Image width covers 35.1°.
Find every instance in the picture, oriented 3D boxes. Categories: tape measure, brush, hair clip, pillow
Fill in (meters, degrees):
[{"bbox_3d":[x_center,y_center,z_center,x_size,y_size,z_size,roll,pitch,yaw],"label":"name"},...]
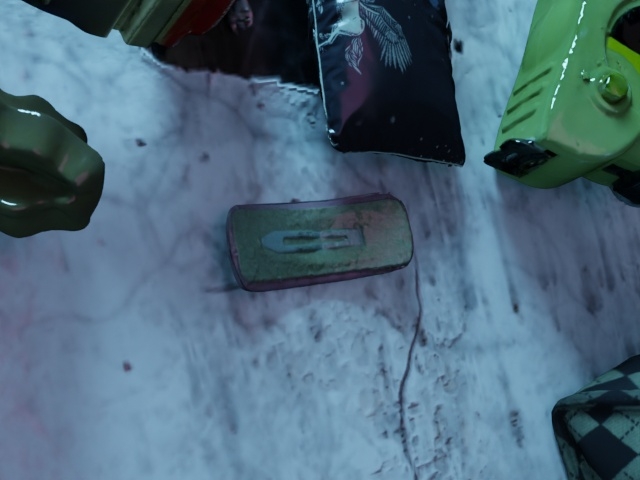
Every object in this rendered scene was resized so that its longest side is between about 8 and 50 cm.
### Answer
[{"bbox_3d":[0.223,-0.118,0.754,0.175,0.106,0.199,22,67,-15],"label":"tape measure"},{"bbox_3d":[-0.247,-0.066,0.449,0.301,0.084,0.071,16,105,-24],"label":"brush"},{"bbox_3d":[-0.001,0.000,0.628,0.137,0.022,0.054,-7,85,-35],"label":"hair clip"},{"bbox_3d":[0.040,-0.154,0.663,0.141,0.055,0.208,1,82,-40],"label":"pillow"}]

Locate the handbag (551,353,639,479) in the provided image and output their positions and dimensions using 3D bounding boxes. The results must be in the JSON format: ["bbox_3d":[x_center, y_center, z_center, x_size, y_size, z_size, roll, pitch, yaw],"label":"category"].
[{"bbox_3d":[0.417,0.090,0.719,0.416,0.317,0.180,-20,87,-35],"label":"handbag"}]

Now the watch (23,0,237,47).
[{"bbox_3d":[-0.149,-0.216,0.535,0.268,0.102,0.164,37,56,-14],"label":"watch"}]
